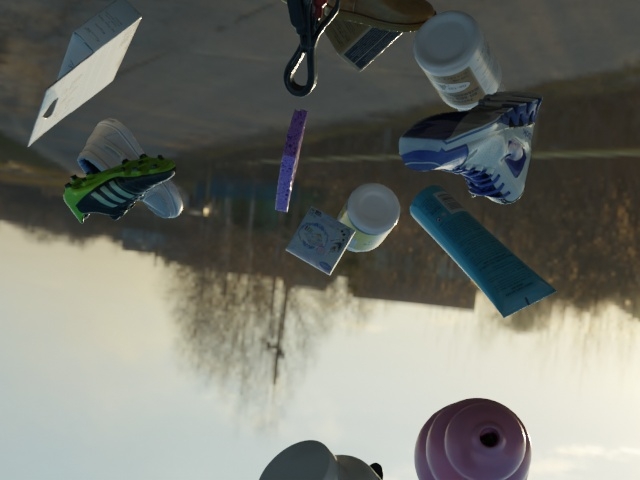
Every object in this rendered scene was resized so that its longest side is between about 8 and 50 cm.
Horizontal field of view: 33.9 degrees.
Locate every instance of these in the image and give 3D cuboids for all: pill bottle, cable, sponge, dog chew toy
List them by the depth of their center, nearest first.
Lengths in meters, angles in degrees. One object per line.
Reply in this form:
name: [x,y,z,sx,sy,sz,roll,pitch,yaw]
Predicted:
pill bottle: [0.047,0.438,1.525,0.181,0.181,0.323,9,142,54]
dog chew toy: [0.269,0.361,1.795,0.207,0.206,0.332,6,161,3]
cable: [-0.016,-0.402,1.988,0.140,0.287,0.072,9,-134,17]
pill bottle: [0.274,-0.327,2.016,0.131,0.131,0.229,7,162,29]
pill bottle: [0.087,-0.038,2.056,0.103,0.103,0.184,5,163,-8]
sponge: [-0.061,-0.161,2.137,0.031,0.117,0.210,13,150,-1]

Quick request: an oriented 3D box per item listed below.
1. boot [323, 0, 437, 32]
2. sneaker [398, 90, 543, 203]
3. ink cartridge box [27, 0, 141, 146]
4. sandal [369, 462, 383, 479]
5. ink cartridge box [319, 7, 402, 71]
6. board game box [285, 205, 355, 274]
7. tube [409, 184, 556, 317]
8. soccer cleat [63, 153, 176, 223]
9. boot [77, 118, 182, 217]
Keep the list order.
boot: [0.116,-0.532,1.973,0.236,0.269,0.089,7,-138,3]
sneaker: [0.280,-0.137,1.803,0.127,0.182,0.316,12,-154,42]
ink cartridge box: [-0.462,-0.312,1.966,0.239,0.060,0.275,-44,-177,-28]
sandal: [0.071,0.565,2.340,0.040,0.179,0.067,46,178,-36]
ink cartridge box: [0.094,-0.527,2.393,0.088,0.193,0.234,34,-158,-44]
board game box: [0.000,0.000,1.832,0.090,0.090,0.020,30,172,4]
tube: [0.190,0.011,1.286,0.080,0.052,0.207,-27,-129,-19]
soccer cleat: [-0.273,-0.071,1.462,0.179,0.072,0.060,-13,-152,20]
boot: [-0.380,-0.108,2.070,0.095,0.123,0.258,-6,133,39]
